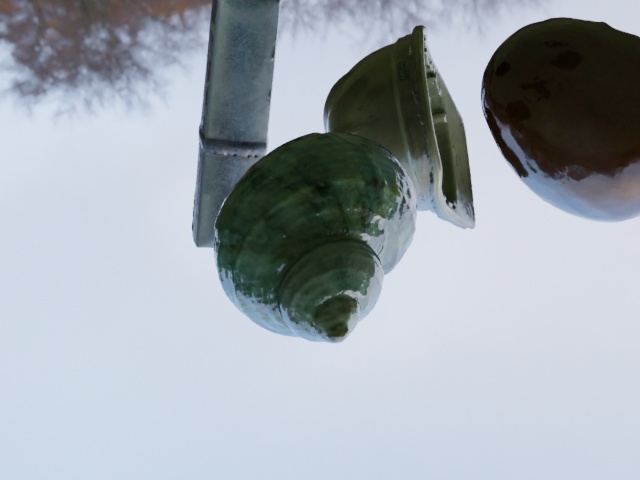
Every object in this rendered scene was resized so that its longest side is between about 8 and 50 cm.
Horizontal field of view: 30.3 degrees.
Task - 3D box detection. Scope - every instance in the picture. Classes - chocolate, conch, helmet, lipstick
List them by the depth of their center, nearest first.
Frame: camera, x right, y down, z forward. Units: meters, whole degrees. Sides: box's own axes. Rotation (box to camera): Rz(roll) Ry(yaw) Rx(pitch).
[{"bbox_3d":[0.166,-0.079,0.756,0.133,0.124,0.127,14,-165,6],"label":"chocolate"},{"bbox_3d":[0.002,-0.003,0.958,0.122,0.175,0.188,-22,-124,59],"label":"conch"},{"bbox_3d":[-0.091,-0.134,1.271,0.076,0.290,0.077,5,-156,-9],"label":"lipstick"},{"bbox_3d":[0.075,-0.109,1.284,0.137,0.257,0.204,-10,-121,15],"label":"helmet"}]
